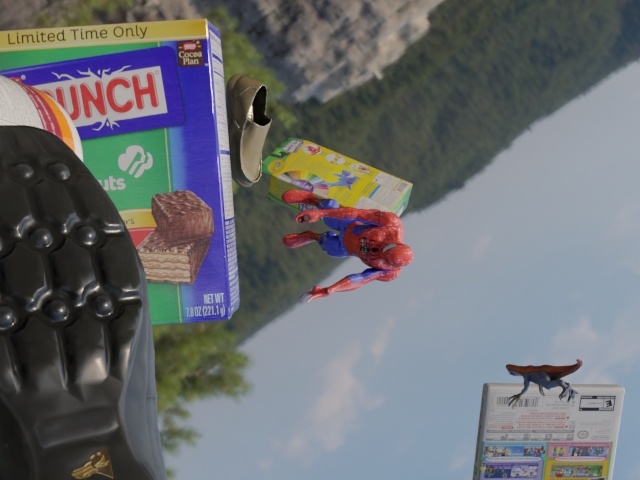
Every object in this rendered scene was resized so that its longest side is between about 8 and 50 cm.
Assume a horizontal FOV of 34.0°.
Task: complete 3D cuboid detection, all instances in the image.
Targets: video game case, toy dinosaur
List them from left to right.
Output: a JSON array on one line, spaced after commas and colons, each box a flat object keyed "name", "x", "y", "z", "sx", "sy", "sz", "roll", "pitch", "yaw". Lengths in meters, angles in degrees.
[{"name": "toy dinosaur", "x": 0.238, "y": 0.143, "z": 1.126, "sx": 0.047, "sy": 0.082, "sz": 0.090, "roll": 1, "pitch": 118, "yaw": -48}, {"name": "video game case", "x": 0.331, "y": 0.303, "z": 1.535, "sx": 0.212, "sy": 0.193, "sz": 0.023, "roll": 2, "pitch": -167, "yaw": -10}]

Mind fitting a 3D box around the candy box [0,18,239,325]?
[{"name": "candy box", "x": -0.232, "y": -0.068, "z": 1.121, "sx": 0.268, "sy": 0.317, "sz": 0.122, "roll": -4, "pitch": -177, "yaw": -1}]

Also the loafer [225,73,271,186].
[{"name": "loafer", "x": -0.093, "y": -0.142, "z": 1.363, "sx": 0.050, "sy": 0.148, "sz": 0.056, "roll": 5, "pitch": -164, "yaw": 32}]

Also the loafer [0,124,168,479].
[{"name": "loafer", "x": -0.091, "y": 0.066, "z": 0.354, "sx": 0.076, "sy": 0.223, "sz": 0.078, "roll": -6, "pitch": 157, "yaw": -33}]

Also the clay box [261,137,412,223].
[{"name": "clay box", "x": 0.018, "y": -0.082, "z": 1.646, "sx": 0.127, "sy": 0.222, "sz": 0.053, "roll": -48, "pitch": 156, "yaw": -48}]

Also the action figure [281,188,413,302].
[{"name": "action figure", "x": 0.000, "y": 0.000, "z": 1.239, "sx": 0.139, "sy": 0.091, "sz": 0.280, "roll": -9, "pitch": -167, "yaw": -28}]

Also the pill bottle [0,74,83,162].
[{"name": "pill bottle", "x": -0.247, "y": -0.055, "z": 0.602, "sx": 0.121, "sy": 0.121, "sz": 0.221, "roll": -35, "pitch": 162, "yaw": 17}]
